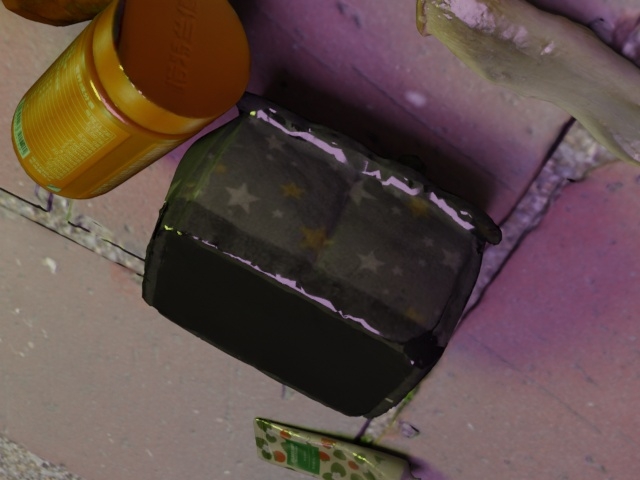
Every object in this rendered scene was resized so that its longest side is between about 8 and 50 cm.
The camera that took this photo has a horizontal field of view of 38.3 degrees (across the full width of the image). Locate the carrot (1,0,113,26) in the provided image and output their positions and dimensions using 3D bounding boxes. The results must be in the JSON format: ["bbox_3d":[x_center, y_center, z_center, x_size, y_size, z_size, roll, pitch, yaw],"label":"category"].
[{"bbox_3d":[-0.089,-0.185,0.588,0.260,0.070,0.070,-4,122,21],"label":"carrot"}]

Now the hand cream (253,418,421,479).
[{"bbox_3d":[0.013,0.205,0.856,0.165,0.037,0.057,11,126,19],"label":"hand cream"}]

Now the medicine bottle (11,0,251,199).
[{"bbox_3d":[-0.133,-0.095,0.615,0.096,0.096,0.192,47,146,-15],"label":"medicine bottle"}]

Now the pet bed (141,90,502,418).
[{"bbox_3d":[0.000,0.000,0.647,0.211,0.159,0.183,28,152,1],"label":"pet bed"}]

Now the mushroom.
[{"bbox_3d":[0.150,-0.110,0.577,0.202,0.054,0.059,29,134,-9],"label":"mushroom"}]
